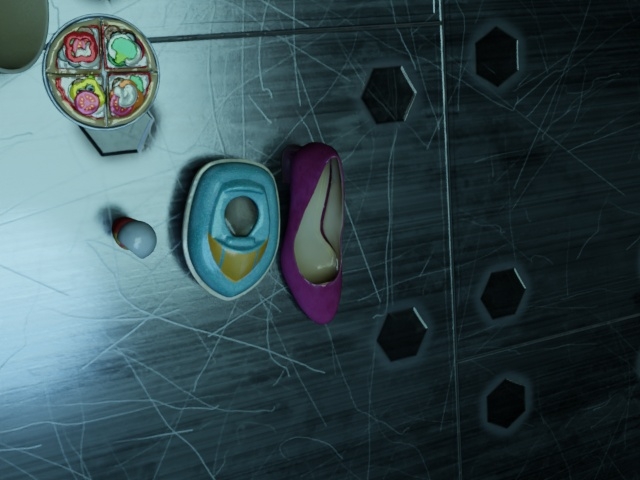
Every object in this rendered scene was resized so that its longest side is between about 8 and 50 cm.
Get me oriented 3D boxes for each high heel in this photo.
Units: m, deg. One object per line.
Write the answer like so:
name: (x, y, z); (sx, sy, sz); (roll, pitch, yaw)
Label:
high heel: (0.000, 0.000, 1.534); (0.127, 0.181, 0.378); (-18, 107, -21)

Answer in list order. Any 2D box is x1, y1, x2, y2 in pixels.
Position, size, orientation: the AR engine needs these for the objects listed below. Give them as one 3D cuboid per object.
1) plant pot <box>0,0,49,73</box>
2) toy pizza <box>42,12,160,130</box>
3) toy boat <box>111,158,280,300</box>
plant pot: (-0.575, -0.348, 1.127); (0.273, 0.256, 0.257); (-4, 105, 15)
toy pizza: (-0.376, -0.291, 1.387); (0.201, 0.032, 0.202); (-5, 101, -24)
toy boat: (-0.216, -0.013, 1.449); (0.318, 0.148, 0.268); (-4, 101, -25)
